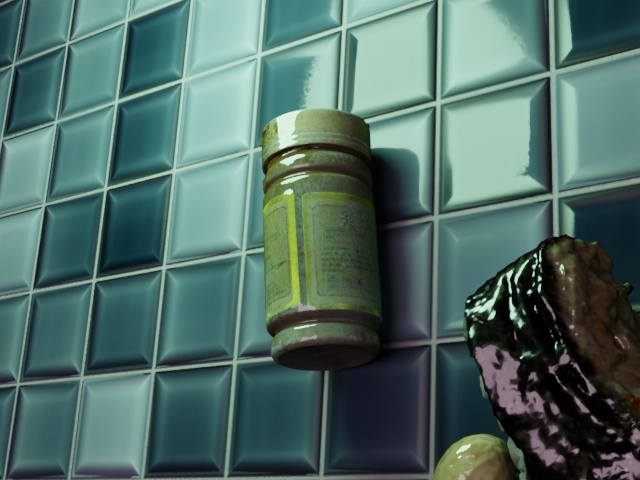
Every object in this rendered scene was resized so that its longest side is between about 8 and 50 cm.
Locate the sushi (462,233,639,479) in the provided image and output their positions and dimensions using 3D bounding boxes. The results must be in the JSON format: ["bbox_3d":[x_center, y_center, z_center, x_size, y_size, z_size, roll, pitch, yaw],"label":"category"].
[{"bbox_3d":[0.278,0.175,1.029,0.171,0.211,0.350,-28,64,22],"label":"sushi"}]

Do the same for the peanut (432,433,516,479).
[{"bbox_3d":[0.172,0.329,1.129,0.104,0.086,0.227,-4,73,34],"label":"peanut"}]

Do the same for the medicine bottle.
[{"bbox_3d":[0.000,0.000,1.343,0.151,0.151,0.322,-17,64,33],"label":"medicine bottle"}]
